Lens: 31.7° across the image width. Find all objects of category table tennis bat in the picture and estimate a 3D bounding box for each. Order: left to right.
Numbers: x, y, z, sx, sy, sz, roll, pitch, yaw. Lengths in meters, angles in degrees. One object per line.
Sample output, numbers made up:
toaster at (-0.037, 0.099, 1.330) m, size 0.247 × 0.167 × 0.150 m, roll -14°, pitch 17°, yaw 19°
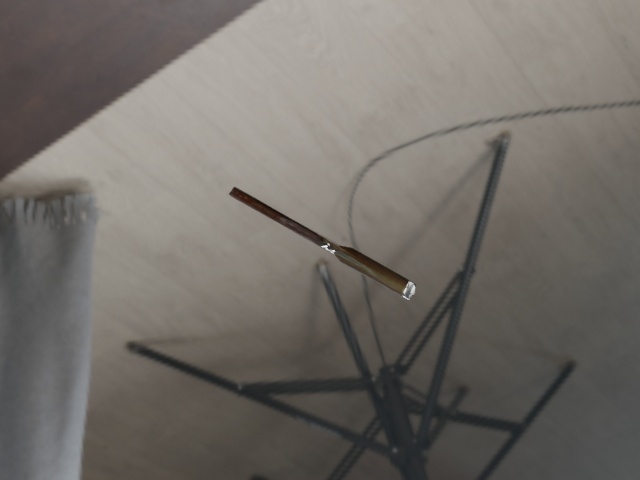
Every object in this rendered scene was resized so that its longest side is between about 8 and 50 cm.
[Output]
table tennis bat at (0.000, 0.000, 1.147) m, size 0.019 × 0.220 × 0.130 m, roll -61°, pitch 158°, yaw 0°
